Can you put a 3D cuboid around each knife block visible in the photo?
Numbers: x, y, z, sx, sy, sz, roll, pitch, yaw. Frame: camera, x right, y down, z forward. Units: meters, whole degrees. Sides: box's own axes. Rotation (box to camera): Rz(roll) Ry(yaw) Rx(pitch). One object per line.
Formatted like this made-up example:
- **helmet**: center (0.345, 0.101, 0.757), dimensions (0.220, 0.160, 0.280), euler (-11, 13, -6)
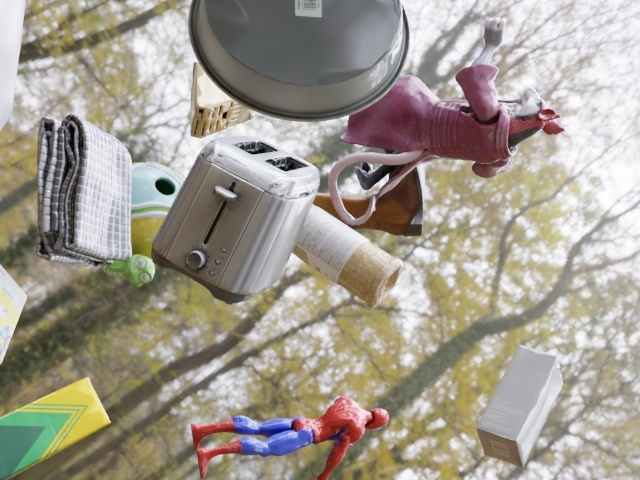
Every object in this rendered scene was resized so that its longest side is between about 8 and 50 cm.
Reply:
- **knife block**: center (-0.282, -0.375, 2.128), dimensions (0.242, 0.276, 0.088), euler (36, -50, 22)

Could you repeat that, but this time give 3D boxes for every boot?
- **boot**: center (0.117, -0.113, 2.159), dimensions (0.280, 0.096, 0.264), euler (4, -34, 7)

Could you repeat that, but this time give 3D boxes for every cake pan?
- **cake pan**: center (-0.023, -0.290, 1.118), dimensions (0.293, 0.293, 0.054), euler (46, -22, 13)

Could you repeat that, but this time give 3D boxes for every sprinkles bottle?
- **sprinkles bottle**: center (0.000, 0.000, 1.842), dimensions (0.355, 0.121, 0.121), euler (33, -32, 17)

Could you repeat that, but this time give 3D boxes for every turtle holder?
- **turtle holder**: center (-0.439, -0.059, 2.126), dimensions (0.227, 0.320, 0.243), euler (0, -66, 12)

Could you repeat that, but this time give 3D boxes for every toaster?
- **toaster**: center (-0.083, -0.030, 0.967), dimensions (0.129, 0.227, 0.146), euler (29, -77, 10)

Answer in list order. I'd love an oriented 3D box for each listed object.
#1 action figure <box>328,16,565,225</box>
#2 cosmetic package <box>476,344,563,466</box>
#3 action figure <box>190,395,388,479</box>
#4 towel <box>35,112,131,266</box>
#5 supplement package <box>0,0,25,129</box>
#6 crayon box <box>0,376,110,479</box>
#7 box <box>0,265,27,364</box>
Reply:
- **action figure**: center (0.205, -0.186, 1.408), dimensions (0.370, 0.275, 0.248), euler (3, -49, 36)
- **cosmetic package**: center (0.449, 0.367, 1.941), dimensions (0.107, 0.238, 0.127), euler (12, -37, 32)
- **action figure**: center (-0.036, 0.302, 1.243), dimensions (0.091, 0.280, 0.139), euler (-119, -156, -56)
- **towel**: center (-0.472, -0.090, 1.754), dimensions (0.235, 0.121, 0.283), euler (38, 51, -78)
- **supplement package**: center (-0.511, -0.237, 1.032), dimensions (0.198, 0.263, 0.199), euler (-101, -155, -62)
- **crayon box**: center (-0.600, 0.391, 1.581), dimensions (0.363, 0.313, 0.106), euler (-30, -96, 50)
- **box**: center (-0.590, 0.141, 1.545), dimensions (0.043, 0.179, 0.105), euler (-9, -44, 14)
